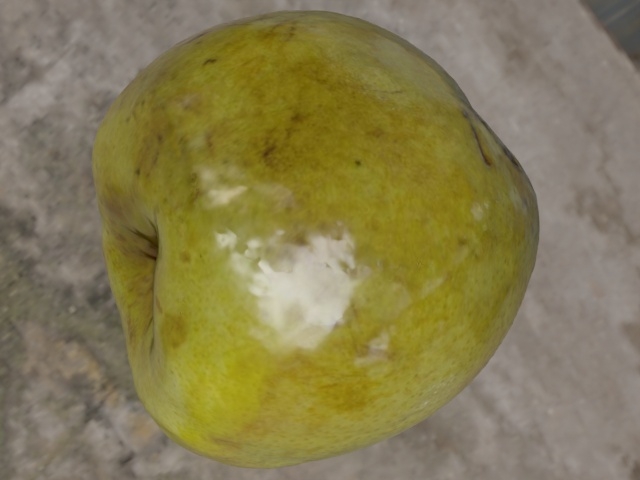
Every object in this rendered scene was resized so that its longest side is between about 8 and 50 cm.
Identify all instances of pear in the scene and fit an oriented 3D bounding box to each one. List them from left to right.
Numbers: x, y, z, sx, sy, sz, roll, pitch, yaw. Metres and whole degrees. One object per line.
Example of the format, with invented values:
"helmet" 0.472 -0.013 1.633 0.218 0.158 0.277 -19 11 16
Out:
"pear" 0.000 0.000 1.009 0.304 0.304 0.304 21 54 -32
